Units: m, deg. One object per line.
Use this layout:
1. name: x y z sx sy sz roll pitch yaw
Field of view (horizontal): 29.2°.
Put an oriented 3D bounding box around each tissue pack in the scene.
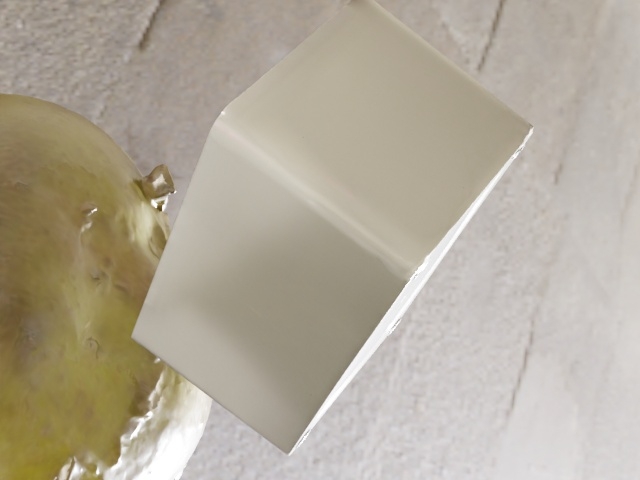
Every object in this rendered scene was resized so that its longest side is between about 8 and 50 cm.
1. tissue pack: 0.001 -0.001 0.772 0.159 0.136 0.246 -46 171 -39

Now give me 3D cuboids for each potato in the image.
1. potato: -0.274 0.065 1.074 0.319 0.386 0.442 107 -25 -56
